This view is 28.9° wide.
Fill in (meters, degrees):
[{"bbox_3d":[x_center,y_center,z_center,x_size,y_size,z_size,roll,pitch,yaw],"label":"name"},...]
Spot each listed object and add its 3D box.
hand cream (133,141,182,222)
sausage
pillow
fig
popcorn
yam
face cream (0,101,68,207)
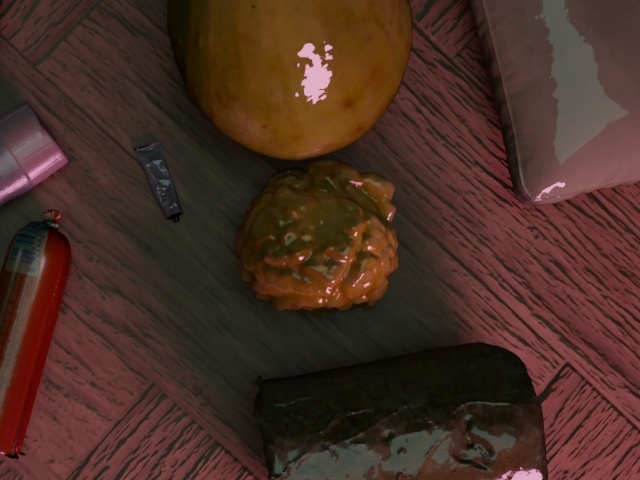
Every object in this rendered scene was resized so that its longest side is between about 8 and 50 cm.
[{"bbox_3d":[-0.176,-0.063,1.370,0.030,0.019,0.093,-21,82,-7],"label":"hand cream"},{"bbox_3d":[-0.314,0.094,1.305,0.083,0.083,0.264,15,82,-7],"label":"sausage"},{"bbox_3d":[0.305,-0.214,1.395,0.255,0.120,0.322,-11,88,-9],"label":"pillow"},{"bbox_3d":[-0.032,-0.242,1.255,0.258,0.326,0.258,-3,57,5],"label":"fig"},{"bbox_3d":[0.000,0.000,1.318,0.180,0.180,0.170,51,38,-2],"label":"popcorn"},{"bbox_3d":[0.083,0.215,1.298,0.300,0.195,0.195,-7,87,-8],"label":"yam"},{"bbox_3d":[-0.372,-0.064,1.319,0.198,0.057,0.084,-34,88,-11],"label":"face cream"}]
